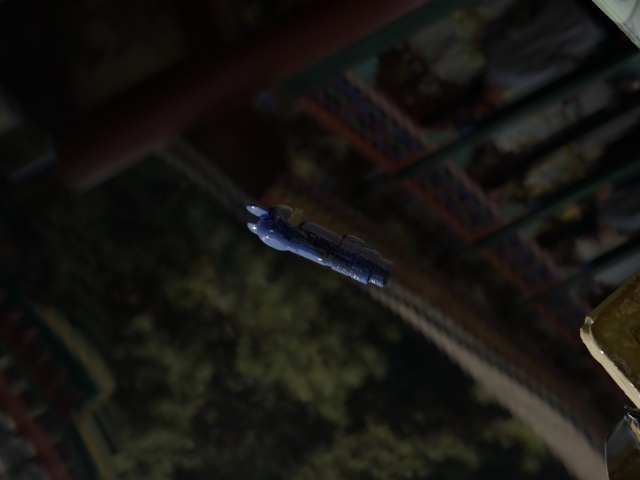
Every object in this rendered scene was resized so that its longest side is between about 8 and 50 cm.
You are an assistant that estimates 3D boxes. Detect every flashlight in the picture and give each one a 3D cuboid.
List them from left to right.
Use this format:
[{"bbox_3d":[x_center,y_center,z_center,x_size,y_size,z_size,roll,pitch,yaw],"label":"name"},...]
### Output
[{"bbox_3d":[0.000,0.000,1.461,0.121,0.035,0.057,22,159,8],"label":"flashlight"}]

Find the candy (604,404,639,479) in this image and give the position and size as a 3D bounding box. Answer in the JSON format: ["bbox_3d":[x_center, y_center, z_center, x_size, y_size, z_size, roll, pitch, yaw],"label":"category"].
[{"bbox_3d":[0.218,0.121,1.055,0.095,0.110,0.085,-172,65,-82],"label":"candy"}]

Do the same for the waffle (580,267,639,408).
[{"bbox_3d":[0.364,0.121,1.676,0.274,0.168,0.057,50,169,-12],"label":"waffle"}]

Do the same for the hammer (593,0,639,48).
[{"bbox_3d":[0.227,-0.232,0.933,0.113,0.305,0.202,-4,-135,-43],"label":"hammer"}]
